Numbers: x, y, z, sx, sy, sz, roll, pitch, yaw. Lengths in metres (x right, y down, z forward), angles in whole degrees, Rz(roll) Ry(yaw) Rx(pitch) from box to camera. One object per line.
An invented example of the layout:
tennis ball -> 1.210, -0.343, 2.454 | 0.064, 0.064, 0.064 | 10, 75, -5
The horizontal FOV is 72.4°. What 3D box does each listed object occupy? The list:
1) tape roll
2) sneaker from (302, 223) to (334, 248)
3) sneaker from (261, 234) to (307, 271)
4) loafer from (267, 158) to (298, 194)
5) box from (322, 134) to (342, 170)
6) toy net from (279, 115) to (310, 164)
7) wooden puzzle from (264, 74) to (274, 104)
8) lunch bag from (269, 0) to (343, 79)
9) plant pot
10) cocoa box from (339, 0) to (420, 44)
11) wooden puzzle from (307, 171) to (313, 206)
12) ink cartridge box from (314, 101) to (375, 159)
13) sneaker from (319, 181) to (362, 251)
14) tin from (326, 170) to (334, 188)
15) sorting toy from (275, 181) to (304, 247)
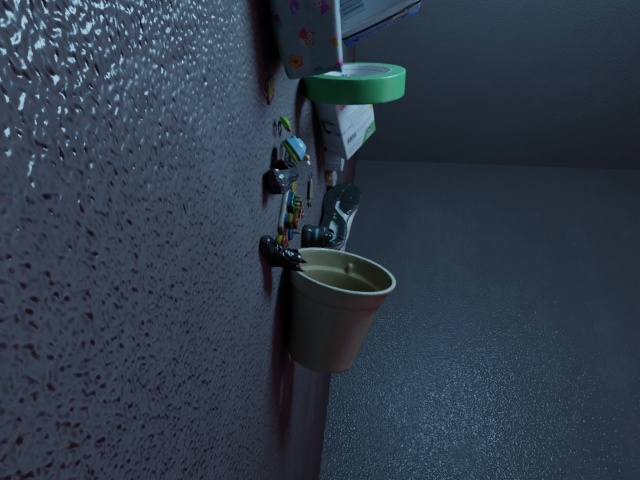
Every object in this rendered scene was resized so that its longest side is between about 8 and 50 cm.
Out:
tape roll -> 0.108, -0.507, 1.401 | 0.321, 0.321, 0.077 | -73, 165, -59
sneaker -> 0.000, 0.000, 1.646 | 0.267, 0.106, 0.101 | 34, 58, -82
sneaker -> -0.087, 0.035, 1.078 | 0.170, 0.089, 0.051 | 78, 18, -64
loafer -> -0.091, -0.170, 1.074 | 0.170, 0.062, 0.061 | -79, 164, -62
box -> 0.062, -0.473, 1.942 | 0.290, 0.087, 0.169 | 85, 11, -45
toy net -> -0.077, -0.253, 1.174 | 0.122, 0.045, 0.232 | 53, 0, 0
wooden puzzle -> -0.116, -0.346, 1.004 | 0.083, 0.006, 0.049 | -79, 169, -45
lunch bag -> -0.034, -0.518, 0.996 | 0.262, 0.160, 0.223 | -100, -178, -53
plant pot -> 0.031, 0.224, 1.359 | 0.334, 0.334, 0.305 | -61, 165, -72
cocoa box -> 0.091, -0.719, 1.109 | 0.228, 0.231, 0.347 | -64, 130, -73
wooden puzzle -> -0.038, -0.189, 1.621 | 0.078, 0.014, 0.116 | 68, 27, -82
ink cartridge box -> 0.101, -0.490, 1.709 | 0.201, 0.117, 0.278 | -48, 149, -18
sneaker -> 0.072, -0.062, 2.082 | 0.257, 0.169, 0.447 | 98, 10, -49
tin -> 0.056, -0.300, 2.174 | 0.190, 0.040, 0.106 | 27, 63, -81
sorting toy -> -0.078, -0.075, 1.256 | 0.132, 0.046, 0.274 | 78, 17, -64
